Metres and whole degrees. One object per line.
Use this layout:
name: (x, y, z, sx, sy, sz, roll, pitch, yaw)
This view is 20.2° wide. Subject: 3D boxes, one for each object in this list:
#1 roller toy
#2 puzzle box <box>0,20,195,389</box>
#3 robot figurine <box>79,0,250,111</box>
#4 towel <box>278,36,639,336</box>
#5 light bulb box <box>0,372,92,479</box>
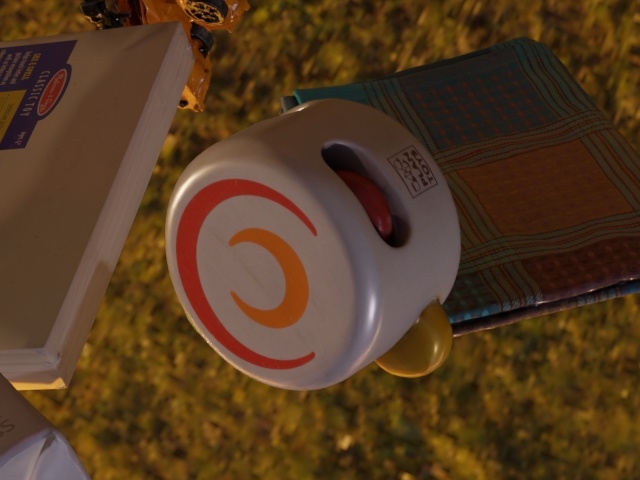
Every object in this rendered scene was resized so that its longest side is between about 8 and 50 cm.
roller toy: (0.000, 0.000, 1.307, 0.209, 0.146, 0.191, 18, 120, 31)
puzzle box: (-0.285, -0.035, 1.563, 0.272, 0.409, 0.052, -4, 134, 21)
robot figurine: (-0.174, -0.266, 1.774, 0.085, 0.211, 0.291, 7, 151, 30)
towel: (0.145, -0.057, 1.553, 0.271, 0.370, 0.040, -14, 127, -13)
light bulb box: (-0.308, 0.176, 0.847, 0.361, 0.358, 0.225, 33, 152, 45)
